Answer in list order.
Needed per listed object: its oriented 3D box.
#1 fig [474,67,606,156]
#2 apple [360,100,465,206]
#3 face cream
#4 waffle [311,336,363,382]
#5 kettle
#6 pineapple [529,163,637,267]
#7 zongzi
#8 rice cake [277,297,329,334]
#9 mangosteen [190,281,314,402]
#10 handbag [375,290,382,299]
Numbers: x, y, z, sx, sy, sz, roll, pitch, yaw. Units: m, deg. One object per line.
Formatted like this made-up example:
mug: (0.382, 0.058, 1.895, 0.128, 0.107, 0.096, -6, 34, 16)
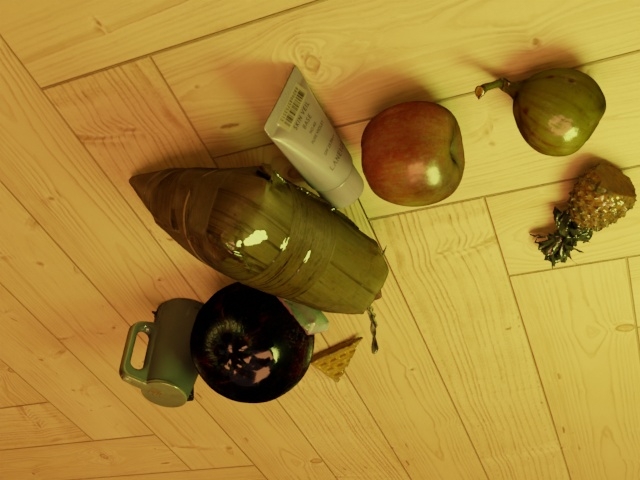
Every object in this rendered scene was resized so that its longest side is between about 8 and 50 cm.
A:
fig: (0.383, -0.224, 1.210, 0.186, 0.148, 0.142, 34, 163, 30)
apple: (0.163, -0.153, 1.268, 0.174, 0.188, 0.188, -7, 134, 26)
face cream: (-0.012, -0.176, 1.324, 0.096, 0.154, 0.274, 5, 148, 36)
waffle: (0.078, 0.315, 1.875, 0.191, 0.032, 0.125, -27, 124, 34)
kettle: (-0.381, 0.272, 1.760, 0.211, 0.243, 0.160, 34, 131, -21)
pineapple: (0.509, -0.036, 1.387, 0.125, 0.125, 0.251, 17, 141, -8)
zongzi: (-0.104, -0.008, 1.474, 0.500, 0.218, 0.467, 31, 176, -39)
rice cake: (-0.091, 0.098, 1.532, 0.081, 0.290, 0.051, -7, 134, -46)
mangosteen: (-0.147, 0.232, 1.673, 0.300, 0.300, 0.300, 5, 136, 5)
handbag: (0.040, 0.098, 1.606, 0.193, 0.072, 0.151, -10, 154, 16)
